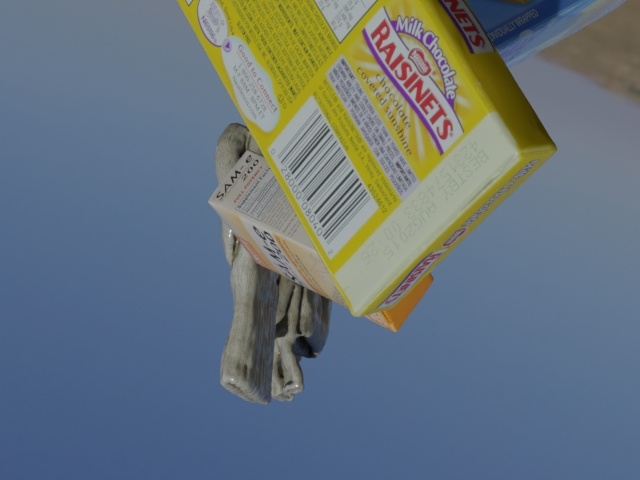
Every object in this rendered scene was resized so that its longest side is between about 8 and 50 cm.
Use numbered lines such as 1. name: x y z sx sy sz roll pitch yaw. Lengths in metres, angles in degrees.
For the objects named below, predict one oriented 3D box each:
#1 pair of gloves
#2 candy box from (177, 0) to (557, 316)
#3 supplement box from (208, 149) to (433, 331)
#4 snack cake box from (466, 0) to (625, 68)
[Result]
1. pair of gloves: -0.032 0.007 1.255 0.042 0.204 0.240 2 175 12
2. candy box: -0.001 -0.085 0.690 0.027 0.105 0.206 -9 -117 -45
3. supplement box: 0.000 0.000 0.927 0.098 0.036 0.062 26 162 37
4. snack cake box: 0.091 -0.183 1.186 0.264 0.089 0.152 -32 -97 -38
